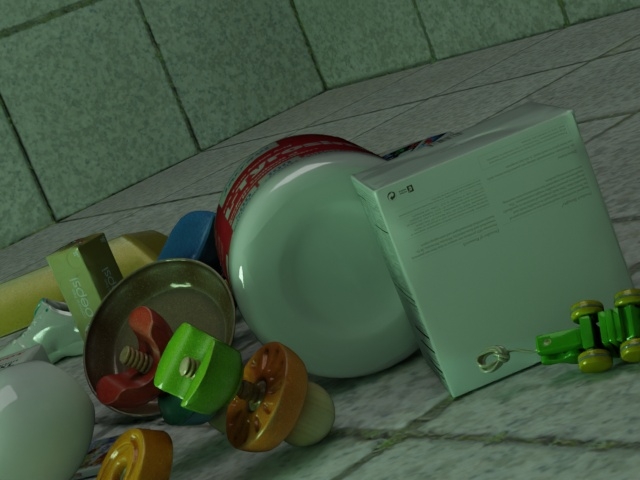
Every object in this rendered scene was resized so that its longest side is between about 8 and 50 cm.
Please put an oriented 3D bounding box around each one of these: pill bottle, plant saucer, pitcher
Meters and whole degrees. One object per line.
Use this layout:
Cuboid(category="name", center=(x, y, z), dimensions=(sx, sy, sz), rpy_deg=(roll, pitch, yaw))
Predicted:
Cuboid(category="pill bottle", center=(0.000, 0.000, 1.631), dimensions=(0.229, 0.229, 0.408), rpy_deg=(-23, 11, -4))
Cuboid(category="plant saucer", center=(-0.179, 0.116, 1.690), dimensions=(0.198, 0.036, 0.199), rpy_deg=(-13, 57, 20))
Cuboid(category="pitcher", center=(-0.325, 0.194, 1.365), dimensions=(0.207, 0.177, 0.125), rpy_deg=(-50, 0, -36))
Cuboid(category="plant saucer", center=(-0.378, 0.063, 2.324), dimensions=(0.332, 0.081, 0.333), rpy_deg=(-21, 0, 4))

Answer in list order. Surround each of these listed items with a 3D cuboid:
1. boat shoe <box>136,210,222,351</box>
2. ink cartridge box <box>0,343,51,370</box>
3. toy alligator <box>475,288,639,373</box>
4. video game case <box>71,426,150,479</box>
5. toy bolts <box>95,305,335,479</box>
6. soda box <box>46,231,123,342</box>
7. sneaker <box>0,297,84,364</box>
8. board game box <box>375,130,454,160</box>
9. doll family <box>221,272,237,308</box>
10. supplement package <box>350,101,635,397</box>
Cuboid(category="boat shoe", center=(-0.171, 0.089, 1.787), dimensions=(0.109, 0.089, 0.258), rpy_deg=(19, 71, 45))
Cuboid(category="ink cartridge box", center=(-0.408, 0.222, 1.692), dimensions=(0.172, 0.100, 0.237), rpy_deg=(-20, 11, 10))
Cuboid(category="toy alligator", center=(0.227, 0.087, 1.243), dimensions=(0.189, 0.056, 0.051), rpy_deg=(-18, -31, 27))
Cuboid(category="video game case", center=(-0.248, 0.233, 1.561), dimensions=(0.122, 0.011, 0.087), rpy_deg=(-17, 11, 25))
Cuboid(category="toy bolts", center=(-0.108, 0.177, 1.373), dimensions=(0.218, 0.158, 0.228), rpy_deg=(-63, 26, 0))
Cuboid(category="soda box", center=(-0.281, 0.086, 1.889), dimensions=(0.061, 0.181, 0.058), rpy_deg=(-15, 13, 35))
Cuboid(category="sneaker", center=(-0.401, 0.133, 2.137), dimensions=(0.212, 0.094, 0.080), rpy_deg=(-20, 12, 11))
Cuboid(category="board game box", center=(0.079, -0.084, 2.354), dimensions=(0.193, 0.053, 0.305), rpy_deg=(-15, 13, 36))
Cuboid(category="doll family", center=(-0.129, 0.060, 1.982), dimensions=(0.111, 0.076, 0.193), rpy_deg=(-22, 3, 9))
Cuboid(category="supplement package", center=(0.160, 0.003, 1.362), dimensions=(0.194, 0.203, 0.149), rpy_deg=(-22, 10, -3))
